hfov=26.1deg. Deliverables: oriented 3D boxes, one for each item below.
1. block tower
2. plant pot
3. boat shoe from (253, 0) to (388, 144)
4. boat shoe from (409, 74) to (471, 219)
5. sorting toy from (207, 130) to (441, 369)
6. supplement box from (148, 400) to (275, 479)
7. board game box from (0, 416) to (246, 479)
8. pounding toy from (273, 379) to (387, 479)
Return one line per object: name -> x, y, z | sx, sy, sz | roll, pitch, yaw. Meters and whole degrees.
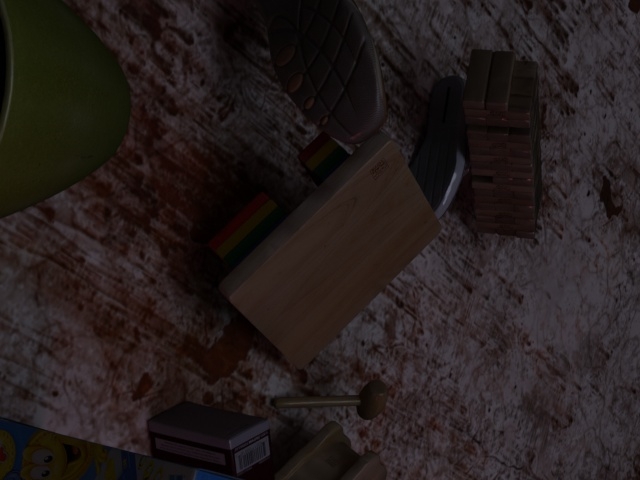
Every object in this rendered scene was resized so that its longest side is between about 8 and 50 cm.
block tower -> 0.261, -0.124, 1.948 | 0.335, 0.090, 0.097 | 72, 28, -57
plant pot -> -0.300, -0.129, 1.226 | 0.293, 0.274, 0.275 | 2, 93, -67
boat shoe -> -0.001, -0.255, 1.583 | 0.116, 0.123, 0.324 | 7, 56, -61
boat shoe -> 0.185, -0.120, 1.957 | 0.076, 0.083, 0.226 | 34, 68, -47
sorting toy -> 0.000, 0.000, 1.663 | 0.257, 0.089, 0.255 | -45, 150, -4
supplement box -> -0.116, 0.317, 1.595 | 0.073, 0.130, 0.240 | -22, 113, -49
board game box -> -0.238, 0.342, 1.304 | 0.086, 0.301, 0.308 | 29, 72, -49
pounding toy -> -0.017, 0.297, 1.771 | 0.269, 0.155, 0.154 | -40, 154, -30
